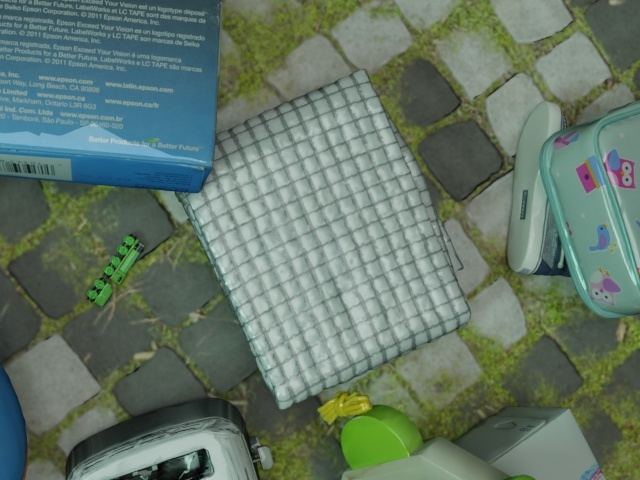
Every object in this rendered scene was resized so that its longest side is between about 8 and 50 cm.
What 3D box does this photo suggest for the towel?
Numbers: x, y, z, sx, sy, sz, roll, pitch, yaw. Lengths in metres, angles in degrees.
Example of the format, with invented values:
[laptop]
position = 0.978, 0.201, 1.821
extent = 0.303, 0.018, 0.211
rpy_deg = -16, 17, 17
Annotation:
[towel]
position = 0.000, 0.000, 1.103
extent = 0.235, 0.121, 0.284
rpy_deg = -25, 91, -12

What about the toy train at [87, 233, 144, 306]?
[toy train]
position = -0.210, 0.031, 1.110
extent = 0.023, 0.017, 0.083
rpy_deg = 36, 82, -17

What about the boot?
[boot]
position = 0.262, -0.053, 1.184
extent = 0.086, 0.069, 0.190
rpy_deg = 7, 94, -18

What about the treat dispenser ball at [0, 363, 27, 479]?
[treat dispenser ball]
position = -0.401, 0.189, 0.929
extent = 0.288, 0.288, 0.288
rpy_deg = 0, 88, -11

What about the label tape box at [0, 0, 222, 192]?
[label tape box]
position = -0.212, -0.223, 0.987
extent = 0.240, 0.106, 0.334
rpy_deg = 5, 78, -11

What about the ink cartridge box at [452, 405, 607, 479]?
[ink cartridge box]
position = 0.218, 0.276, 1.116
extent = 0.127, 0.128, 0.176
rpy_deg = -28, 92, -22

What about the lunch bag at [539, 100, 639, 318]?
[lunch bag]
position = 0.370, -0.050, 1.145
extent = 0.279, 0.108, 0.224
rpy_deg = -17, 85, -34

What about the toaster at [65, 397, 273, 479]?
[toaster]
position = -0.160, 0.238, 1.045
extent = 0.227, 0.146, 0.129
rpy_deg = -15, 90, -11

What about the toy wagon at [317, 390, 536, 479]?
[toy wagon]
position = 0.113, 0.290, 1.050
extent = 0.068, 0.267, 0.344
rpy_deg = -30, 93, -47
